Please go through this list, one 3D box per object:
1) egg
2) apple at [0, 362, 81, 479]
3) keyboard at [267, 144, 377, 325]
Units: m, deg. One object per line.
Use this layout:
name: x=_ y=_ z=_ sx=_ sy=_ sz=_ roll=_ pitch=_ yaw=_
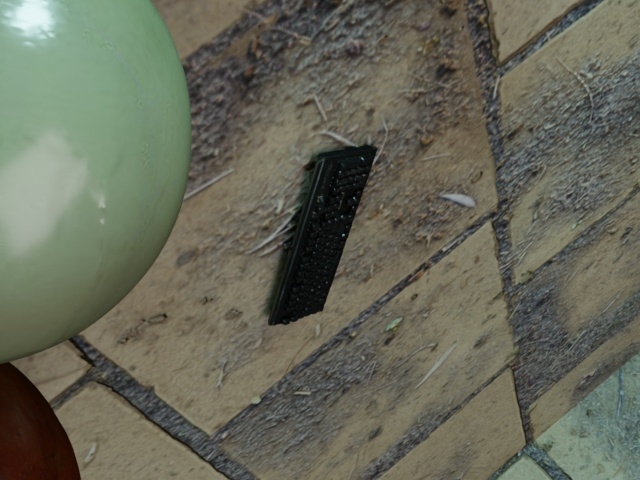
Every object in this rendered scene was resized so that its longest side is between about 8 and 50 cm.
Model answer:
egg: x=-0.188 y=-0.048 z=0.473 sx=0.219 sy=0.219 sz=0.269 roll=-4 pitch=134 yaw=-43
apple: x=-0.298 y=0.195 z=0.621 sx=0.234 sy=0.234 sz=0.234 roll=-27 pitch=142 yaw=-23
keyboard: x=0.000 y=0.000 z=0.884 sx=0.094 sy=0.025 sz=0.230 roll=-16 pitch=137 yaw=-38
